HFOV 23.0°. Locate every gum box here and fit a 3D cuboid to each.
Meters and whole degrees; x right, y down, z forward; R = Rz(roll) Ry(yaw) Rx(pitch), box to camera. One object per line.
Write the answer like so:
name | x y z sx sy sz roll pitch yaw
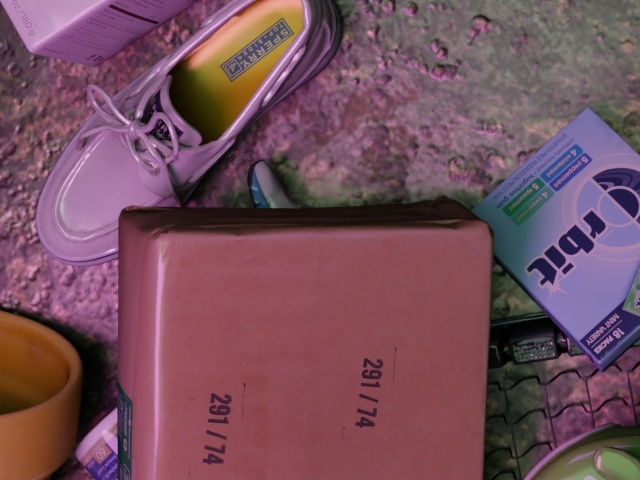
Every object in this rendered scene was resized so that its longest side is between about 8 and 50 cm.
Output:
gum box | 0.244 -0.003 1.397 0.157 0.041 0.184 -41 68 -1

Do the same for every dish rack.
dish rack | 0.239 0.200 1.432 0.208 0.074 0.271 -10 92 13

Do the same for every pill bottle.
pill bottle | -0.145 0.233 1.497 0.094 0.094 0.169 -45 84 10

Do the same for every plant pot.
plant pot | -0.357 0.216 1.477 0.254 0.254 0.239 11 110 11

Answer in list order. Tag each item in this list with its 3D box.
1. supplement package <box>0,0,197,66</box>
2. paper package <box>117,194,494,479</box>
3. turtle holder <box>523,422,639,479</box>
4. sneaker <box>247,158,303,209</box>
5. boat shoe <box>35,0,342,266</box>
supplement package | -0.159 -0.313 1.437 0.293 0.175 0.177 -32 85 11
paper package | -0.019 0.132 1.366 0.310 0.168 0.324 -1 99 -13
turtle holder | 0.305 0.272 1.271 0.320 0.227 0.243 9 95 10
sneaker | 0.000 0.000 1.479 0.083 0.071 0.190 -30 94 5
boat shoe | -0.137 -0.107 1.450 0.367 0.156 0.136 -38 84 10
